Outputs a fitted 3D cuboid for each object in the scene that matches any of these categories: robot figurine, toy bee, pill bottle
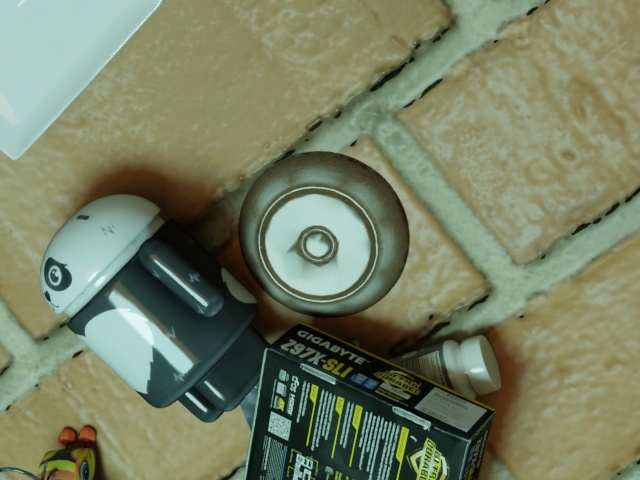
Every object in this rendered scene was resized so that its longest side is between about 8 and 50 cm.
[{"bbox_3d":[-0.185,0.077,1.778,0.278,0.173,0.209,45,111,-5],"label":"robot figurine"},{"bbox_3d":[-0.285,0.314,1.906,0.195,0.162,0.298,10,134,-1],"label":"toy bee"},{"bbox_3d":[0.129,0.158,1.792,0.137,0.078,0.078,-20,103,16],"label":"pill bottle"}]

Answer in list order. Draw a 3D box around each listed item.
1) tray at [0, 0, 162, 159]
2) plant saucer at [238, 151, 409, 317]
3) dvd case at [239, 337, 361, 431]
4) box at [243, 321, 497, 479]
[{"bbox_3d":[-0.308,-0.229,1.780,0.145,0.030,0.270,44,110,-6],"label":"tray"},{"bbox_3d":[0.000,0.000,1.790,0.199,0.036,0.198,3,109,9],"label":"plant saucer"},{"bbox_3d":[0.007,0.238,1.875,0.165,0.018,0.221,-18,104,16],"label":"dvd case"},{"bbox_3d":[0.040,0.284,1.784,0.257,0.079,0.322,22,121,21],"label":"box"}]
